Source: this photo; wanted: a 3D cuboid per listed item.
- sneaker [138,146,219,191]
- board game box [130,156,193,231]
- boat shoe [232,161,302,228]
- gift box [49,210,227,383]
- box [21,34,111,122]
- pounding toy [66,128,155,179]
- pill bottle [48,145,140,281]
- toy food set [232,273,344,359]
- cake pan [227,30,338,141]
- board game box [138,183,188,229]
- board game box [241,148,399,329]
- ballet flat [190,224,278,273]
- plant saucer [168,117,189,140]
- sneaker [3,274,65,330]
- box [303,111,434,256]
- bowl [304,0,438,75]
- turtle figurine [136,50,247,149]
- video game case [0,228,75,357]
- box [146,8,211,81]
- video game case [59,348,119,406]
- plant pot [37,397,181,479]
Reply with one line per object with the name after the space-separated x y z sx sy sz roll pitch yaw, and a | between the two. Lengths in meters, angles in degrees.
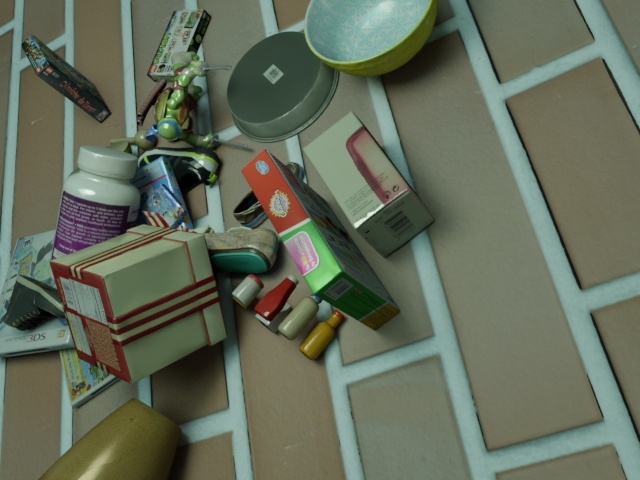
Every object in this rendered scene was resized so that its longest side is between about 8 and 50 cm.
-0.347 -0.164 1.661 0.235 0.084 0.097 -1 69 29 | sneaker
-0.390 -0.065 1.623 0.160 0.039 0.211 -24 79 18 | board game box
-0.114 -0.104 1.514 0.183 0.066 0.066 -48 54 1 | boat shoe
-0.358 0.097 1.392 0.276 0.258 0.255 15 120 44 | gift box
-0.680 -0.431 1.876 0.044 0.233 0.159 -41 54 6 | box
-0.516 -0.171 1.765 0.183 0.110 0.236 -8 34 38 | pounding toy
-0.494 -0.050 1.550 0.169 0.169 0.301 23 105 35 | pill bottle
-0.073 0.121 1.365 0.232 0.111 0.104 31 73 36 | toy food set
-0.099 -0.370 1.637 0.293 0.054 0.293 -12 62 24 | cake pan
-0.357 -0.065 1.579 0.090 0.020 0.090 46 104 16 | board game box
0.000 0.000 1.297 0.064 0.242 0.316 -39 54 10 | board game box
-0.227 0.018 1.515 0.316 0.107 0.106 1 49 24 | ballet flat
-0.363 -0.286 1.767 0.084 0.015 0.083 -11 63 24 | plant saucer
-0.643 0.167 1.611 0.222 0.083 0.118 18 86 40 | sneaker
0.093 -0.108 1.351 0.127 0.149 0.232 -37 56 9 | box
0.127 -0.453 1.486 0.290 0.156 0.289 -12 62 24 | bowl
-0.279 -0.327 1.644 0.275 0.197 0.266 -27 40 14 | turtle figurine
-0.680 0.119 1.724 0.300 0.036 0.328 -11 58 27 | video game case
-0.379 -0.522 1.873 0.114 0.036 0.206 9 73 32 | box
-0.511 0.233 1.605 0.206 0.026 0.227 -34 57 11 | video game case
-0.385 0.443 1.338 0.237 0.237 0.254 17 62 34 | plant pot
